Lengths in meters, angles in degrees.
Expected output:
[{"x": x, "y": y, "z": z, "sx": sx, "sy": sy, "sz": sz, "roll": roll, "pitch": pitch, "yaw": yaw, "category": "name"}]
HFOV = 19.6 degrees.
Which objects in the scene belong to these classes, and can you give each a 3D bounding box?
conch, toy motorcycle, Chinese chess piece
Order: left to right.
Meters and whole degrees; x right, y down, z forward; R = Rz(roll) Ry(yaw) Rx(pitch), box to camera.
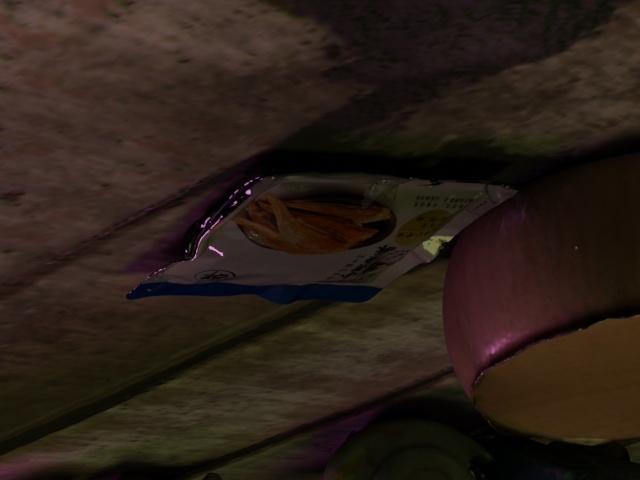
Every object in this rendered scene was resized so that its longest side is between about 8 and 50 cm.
[{"x": 0.072, "y": 0.217, "z": 1.573, "sx": 0.143, "sy": 0.137, "sz": 0.250, "roll": -57, "pitch": 174, "yaw": -2, "category": "conch"}, {"x": 0.253, "y": 0.214, "z": 1.613, "sx": 0.198, "sy": 0.109, "sz": 0.296, "roll": 9, "pitch": -177, "yaw": -31, "category": "toy motorcycle"}, {"x": 0.202, "y": 0.039, "z": 1.121, "sx": 0.257, "sy": 0.104, "sz": 0.257, "roll": -5, "pitch": 157, "yaw": -2, "category": "Chinese chess piece"}]

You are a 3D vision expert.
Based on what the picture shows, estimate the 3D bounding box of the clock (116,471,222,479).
[{"x": -0.172, "y": 0.247, "z": 1.555, "sx": 0.117, "sy": 0.080, "sz": 0.176, "roll": 6, "pitch": 152, "yaw": -46, "category": "clock"}]

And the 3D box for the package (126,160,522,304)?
[{"x": 0.000, "y": 0.000, "z": 1.040, "sx": 0.171, "sy": 0.027, "sz": 0.173, "roll": 0, "pitch": 154, "yaw": -33, "category": "package"}]
